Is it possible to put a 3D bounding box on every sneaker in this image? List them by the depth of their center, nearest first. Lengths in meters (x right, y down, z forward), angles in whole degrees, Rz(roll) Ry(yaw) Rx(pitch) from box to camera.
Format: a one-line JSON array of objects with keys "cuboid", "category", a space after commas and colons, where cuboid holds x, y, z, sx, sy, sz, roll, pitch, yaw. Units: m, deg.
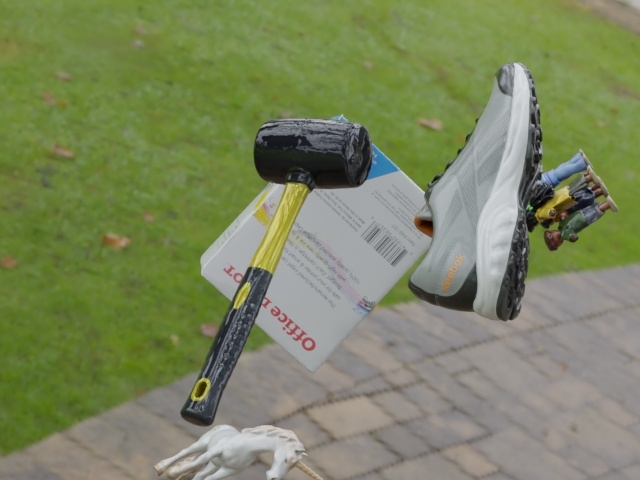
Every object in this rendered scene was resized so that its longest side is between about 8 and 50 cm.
[{"cuboid": [0.147, -0.056, 1.210, 0.108, 0.100, 0.271, 5, 58, 19], "category": "sneaker"}]

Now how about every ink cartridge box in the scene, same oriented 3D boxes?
[{"cuboid": [0.000, 0.000, 1.486, 0.171, 0.233, 0.168, 43, 0, -7], "category": "ink cartridge box"}]

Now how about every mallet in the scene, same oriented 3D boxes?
[{"cuboid": [-0.037, 0.010, 0.694, 0.062, 0.190, 0.039, 13, -29, 32], "category": "mallet"}]

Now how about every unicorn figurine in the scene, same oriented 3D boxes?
[{"cuboid": [-0.081, 0.191, 1.142, 0.111, 0.060, 0.162, -28, 22, -17], "category": "unicorn figurine"}]

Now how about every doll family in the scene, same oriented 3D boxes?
[{"cuboid": [0.285, -0.048, 1.574, 0.076, 0.111, 0.193, 54, 14, -6], "category": "doll family"}]
